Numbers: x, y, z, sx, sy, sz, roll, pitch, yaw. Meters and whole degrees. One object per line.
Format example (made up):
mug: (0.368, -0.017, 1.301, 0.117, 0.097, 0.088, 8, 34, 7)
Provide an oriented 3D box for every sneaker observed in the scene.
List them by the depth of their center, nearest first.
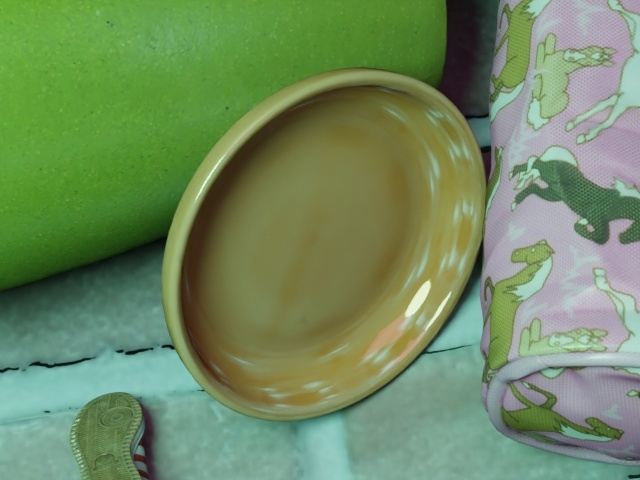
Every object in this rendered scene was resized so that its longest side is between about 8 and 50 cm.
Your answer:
sneaker: (-0.106, 0.138, 0.953, 0.042, 0.067, 0.118, -16, 33, 0)

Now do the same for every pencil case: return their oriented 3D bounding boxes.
pencil case: (0.174, -0.065, 0.955, 0.167, 0.160, 0.386, 6, 63, 6)

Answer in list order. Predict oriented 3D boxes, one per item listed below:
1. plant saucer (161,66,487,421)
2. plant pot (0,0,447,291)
plant saucer: (0.000, 0.000, 0.931, 0.200, 0.200, 0.037, -39, 41, -13)
plant pot: (-0.090, -0.120, 0.977, 0.293, 0.275, 0.275, -9, 62, -16)
